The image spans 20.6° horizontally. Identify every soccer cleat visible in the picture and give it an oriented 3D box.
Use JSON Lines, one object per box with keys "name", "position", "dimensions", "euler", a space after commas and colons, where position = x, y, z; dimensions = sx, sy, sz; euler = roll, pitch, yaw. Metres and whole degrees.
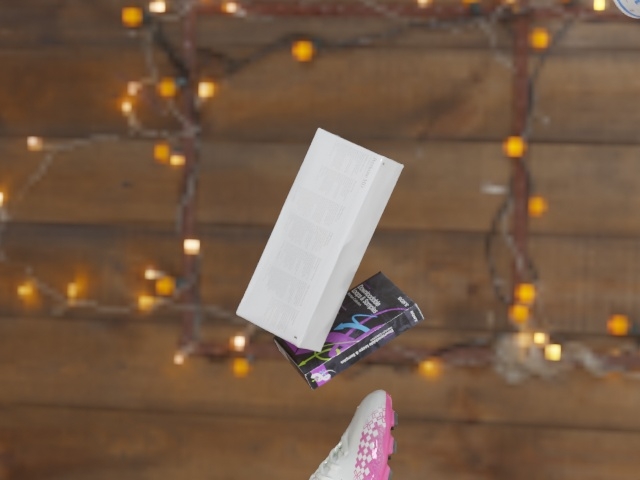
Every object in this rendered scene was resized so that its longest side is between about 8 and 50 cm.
{"name": "soccer cleat", "position": [0.022, 0.375, 2.596], "dimensions": [0.116, 0.143, 0.331], "euler": [154, -53, -86]}

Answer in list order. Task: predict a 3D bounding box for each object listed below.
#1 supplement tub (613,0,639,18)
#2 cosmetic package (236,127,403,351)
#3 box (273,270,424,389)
{"name": "supplement tub", "position": [0.385, -0.297, 2.010], "dimensions": [0.107, 0.071, 0.071], "euler": [163, -68, -69]}
{"name": "cosmetic package", "position": [0.000, 0.000, 2.046], "dimensions": [0.060, 0.099, 0.239], "euler": [19, 96, -58]}
{"name": "box", "position": [0.033, 0.107, 2.151], "dimensions": [0.029, 0.162, 0.116], "euler": [64, -10, -28]}
